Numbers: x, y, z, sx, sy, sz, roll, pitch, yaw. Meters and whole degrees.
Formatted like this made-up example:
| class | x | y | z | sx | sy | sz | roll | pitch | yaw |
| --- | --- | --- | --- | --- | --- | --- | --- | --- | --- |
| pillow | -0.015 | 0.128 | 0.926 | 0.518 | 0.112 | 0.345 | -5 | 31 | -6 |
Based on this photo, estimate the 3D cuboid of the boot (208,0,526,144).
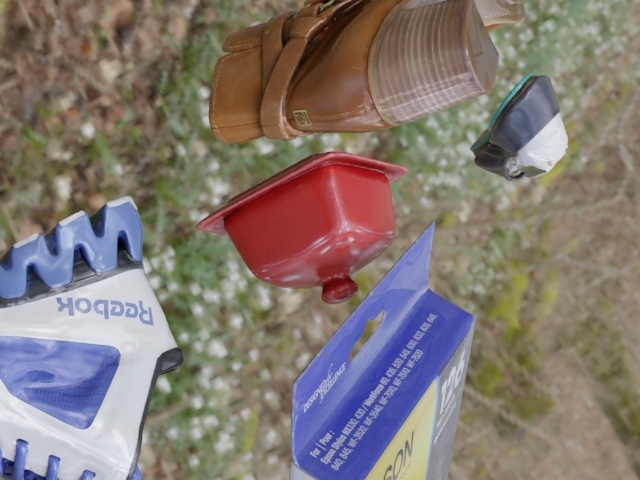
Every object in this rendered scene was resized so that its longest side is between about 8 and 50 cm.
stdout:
| class | x | y | z | sx | sy | sz | roll | pitch | yaw |
| --- | --- | --- | --- | --- | --- | --- | --- | --- | --- |
| boot | 0.041 | -0.170 | 1.158 | 0.220 | 0.283 | 0.109 | -11 | 128 | 25 |

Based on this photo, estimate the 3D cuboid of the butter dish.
| class | x | y | z | sx | sy | sz | roll | pitch | yaw |
| --- | --- | --- | --- | --- | --- | --- | --- | --- | --- |
| butter dish | 0.000 | 0.000 | 1.303 | 0.160 | 0.118 | 0.160 | -27 | 165 | 25 |

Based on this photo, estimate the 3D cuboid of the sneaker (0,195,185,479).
| class | x | y | z | sx | sy | sz | roll | pitch | yaw |
| --- | --- | --- | --- | --- | --- | --- | --- | --- | --- |
| sneaker | -0.209 | 0.112 | 0.934 | 0.315 | 0.182 | 0.127 | -29 | 178 | -28 |

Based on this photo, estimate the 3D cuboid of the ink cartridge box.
| class | x | y | z | sx | sy | sz | roll | pitch | yaw |
| --- | --- | --- | --- | --- | --- | --- | --- | --- | --- |
| ink cartridge box | 0.053 | 0.184 | 1.245 | 0.303 | 0.072 | 0.307 | -46 | 149 | -54 |

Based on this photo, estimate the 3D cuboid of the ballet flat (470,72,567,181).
| class | x | y | z | sx | sy | sz | roll | pitch | yaw |
| --- | --- | --- | --- | --- | --- | --- | --- | --- | --- |
| ballet flat | 0.180 | -0.091 | 1.270 | 0.074 | 0.074 | 0.203 | -25 | 173 | -7 |
